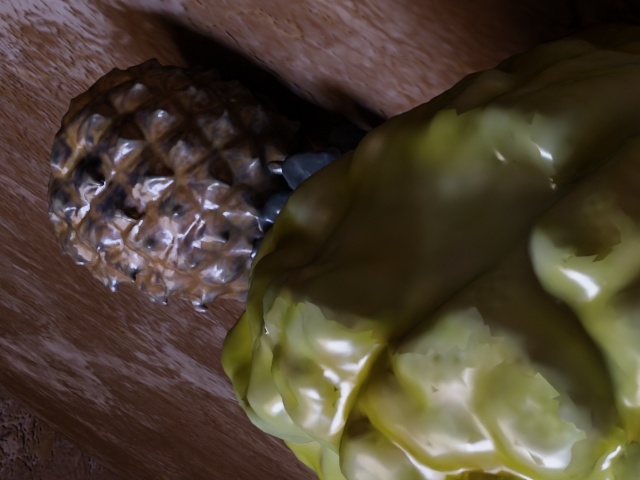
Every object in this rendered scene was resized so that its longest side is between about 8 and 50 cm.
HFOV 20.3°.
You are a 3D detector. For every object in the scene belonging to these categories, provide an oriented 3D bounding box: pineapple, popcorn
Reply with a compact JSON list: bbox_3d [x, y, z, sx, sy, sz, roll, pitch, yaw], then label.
[{"bbox_3d":[0.000,0.000,0.784,0.237,0.111,0.119,21,-177,23],"label":"pineapple"},{"bbox_3d":[0.090,0.031,0.543,0.181,0.217,0.235,60,171,3],"label":"popcorn"}]
